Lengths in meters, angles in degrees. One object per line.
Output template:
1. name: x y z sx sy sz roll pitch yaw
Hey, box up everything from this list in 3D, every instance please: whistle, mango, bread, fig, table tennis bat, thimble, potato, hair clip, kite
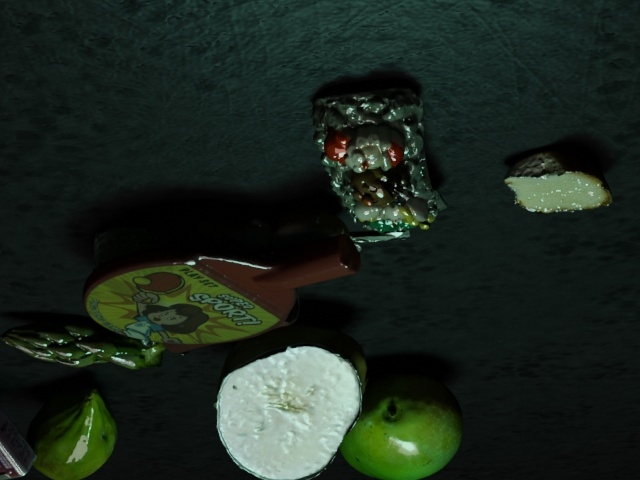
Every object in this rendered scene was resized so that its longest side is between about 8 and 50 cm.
1. whistle: -0.054 -0.004 1.649 0.220 0.057 0.107 4 141 6
2. mango: 0.146 0.359 2.345 0.225 0.201 0.382 -10 160 -10
3. bread: 0.297 -0.075 1.563 0.126 0.044 0.129 -6 160 25
4. fig: -0.443 0.351 2.308 0.233 0.167 0.167 -26 148 30
5. table tennis bat: -0.133 0.064 1.662 0.414 0.051 0.268 -16 148 30
6. thimble: -0.254 0.021 1.689 0.110 0.062 0.084 5 156 -17
7. potato: -0.051 0.230 2.066 0.246 0.196 0.300 17 124 -12
8. hair clip: 0.071 -0.071 1.481 0.138 0.091 0.321 -5 155 12
9. kite: 0.000 0.001 1.735 0.250 0.012 0.229 -2 155 -3

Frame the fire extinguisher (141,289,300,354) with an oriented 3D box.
1. fire extinguisher: -0.164 0.109 1.872 0.269 0.105 0.105 -17 153 29

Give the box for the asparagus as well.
1. asparagus: -0.371 0.168 2.001 0.287 0.080 0.080 10 153 -26

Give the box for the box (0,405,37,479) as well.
1. box: -0.613 0.329 2.214 0.120 0.069 0.224 -16 119 27
